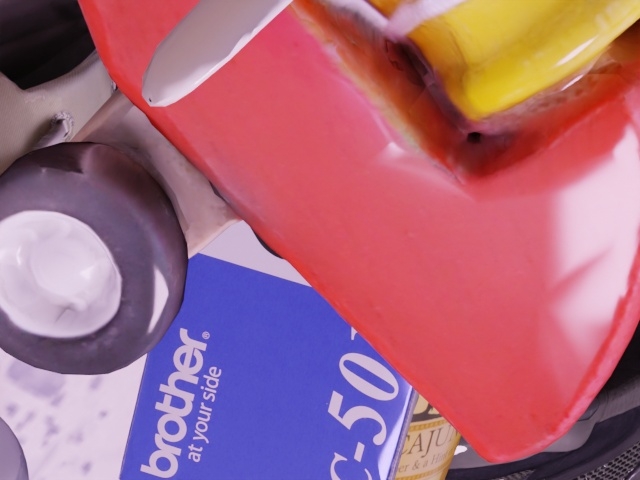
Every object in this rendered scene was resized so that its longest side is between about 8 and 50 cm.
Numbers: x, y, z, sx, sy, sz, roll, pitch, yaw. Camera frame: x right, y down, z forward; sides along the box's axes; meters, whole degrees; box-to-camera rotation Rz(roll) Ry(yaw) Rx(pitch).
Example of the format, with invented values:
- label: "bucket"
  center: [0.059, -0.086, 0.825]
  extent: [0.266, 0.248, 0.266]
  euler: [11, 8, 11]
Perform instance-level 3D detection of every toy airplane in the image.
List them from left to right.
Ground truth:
- label: "toy airplane"
  center: [0.000, -0.175, 0.443]
  extent: [0.384, 0.272, 0.386]
  euler: [39, 43, -58]

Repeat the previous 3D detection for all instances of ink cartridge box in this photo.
- label: "ink cartridge box"
  center: [0.000, 0.000, 0.691]
  extent: [0.046, 0.097, 0.207]
  euler: [-56, 161, -71]

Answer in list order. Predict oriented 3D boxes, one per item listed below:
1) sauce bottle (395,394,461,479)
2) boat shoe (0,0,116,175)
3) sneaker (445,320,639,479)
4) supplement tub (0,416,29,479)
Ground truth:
- label: "sauce bottle"
  center: [0.030, -0.013, 0.763]
  extent: [0.111, 0.111, 0.344]
  euler: [0, 116, -42]
- label: "boat shoe"
  center: [-0.129, -0.020, 0.573]
  extent: [0.302, 0.109, 0.094]
  euler: [-41, 142, -63]
- label: "sneaker"
  center: [0.110, 0.108, 0.929]
  extent: [0.227, 0.087, 0.130]
  euler: [-11, 117, -43]
- label: "supplement tub"
  center: [-0.162, 0.152, 0.696]
  extent: [0.117, 0.117, 0.190]
  euler: [-17, 127, -33]
